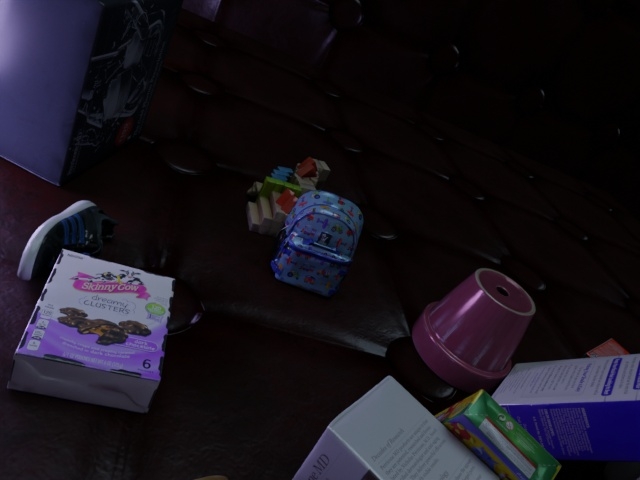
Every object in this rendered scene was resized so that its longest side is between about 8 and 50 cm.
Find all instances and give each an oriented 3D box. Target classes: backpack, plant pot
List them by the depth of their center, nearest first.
[{"bbox_3d":[0.000,0.000,1.049,0.158,0.173,0.117,24,29,-11],"label":"backpack"},{"bbox_3d":[0.305,0.161,1.052,0.201,0.180,0.201,21,31,-13],"label":"plant pot"}]

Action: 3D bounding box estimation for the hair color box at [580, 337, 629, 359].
[{"bbox_3d":[0.613,0.281,1.216,0.167,0.093,0.053,-5,43,-44],"label":"hair color box"}]

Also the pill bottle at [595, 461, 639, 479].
[{"bbox_3d":[0.564,0.363,0.985,0.153,0.153,0.265,20,30,-15],"label":"pill bottle"}]

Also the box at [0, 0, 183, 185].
[{"bbox_3d":[-0.439,-0.329,1.017,0.179,0.343,0.312,28,30,-2],"label":"box"}]

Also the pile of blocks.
[{"bbox_3d":[-0.071,-0.135,1.262,0.149,0.113,0.362,27,29,-3],"label":"pile of blocks"}]

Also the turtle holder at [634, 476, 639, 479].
[{"bbox_3d":[0.517,0.414,0.719,0.227,0.320,0.243,50,-2,32],"label":"turtle holder"}]

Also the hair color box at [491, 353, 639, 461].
[{"bbox_3d":[0.468,0.267,0.884,0.185,0.338,0.110,-20,92,-53],"label":"hair color box"}]

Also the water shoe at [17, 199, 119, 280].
[{"bbox_3d":[-0.374,0.001,0.830,0.080,0.073,0.203,27,30,-8],"label":"water shoe"}]

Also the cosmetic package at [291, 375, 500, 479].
[{"bbox_3d":[0.083,0.302,0.669,0.183,0.151,0.151,40,32,21],"label":"cosmetic package"}]

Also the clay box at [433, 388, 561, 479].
[{"bbox_3d":[0.201,0.292,0.740,0.127,0.222,0.053,44,57,12],"label":"clay box"}]

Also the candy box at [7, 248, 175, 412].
[{"bbox_3d":[-0.290,0.115,0.724,0.164,0.070,0.196,17,32,-20],"label":"candy box"}]

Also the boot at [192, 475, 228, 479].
[{"bbox_3d":[-0.155,0.344,0.476,0.295,0.104,0.211,11,48,-61],"label":"boot"}]
